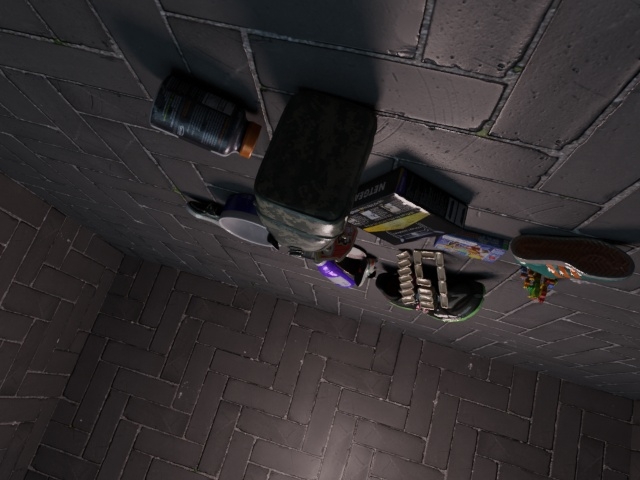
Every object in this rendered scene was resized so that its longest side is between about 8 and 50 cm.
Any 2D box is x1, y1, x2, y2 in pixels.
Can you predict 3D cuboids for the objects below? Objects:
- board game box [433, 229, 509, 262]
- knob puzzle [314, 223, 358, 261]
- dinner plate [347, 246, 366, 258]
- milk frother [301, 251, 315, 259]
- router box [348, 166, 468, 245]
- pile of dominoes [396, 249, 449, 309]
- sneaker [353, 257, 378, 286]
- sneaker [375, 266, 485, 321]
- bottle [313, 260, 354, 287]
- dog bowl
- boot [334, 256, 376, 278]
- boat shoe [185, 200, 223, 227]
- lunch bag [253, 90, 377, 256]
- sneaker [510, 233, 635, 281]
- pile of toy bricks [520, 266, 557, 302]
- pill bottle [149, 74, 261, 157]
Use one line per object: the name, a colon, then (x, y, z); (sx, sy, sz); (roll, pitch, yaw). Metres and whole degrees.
board game box: (0.474, 0.012, 1.444); (0.201, 0.035, 0.136); (15, 162, 6)
knob puzzle: (0.056, -0.025, 1.501); (0.213, 0.213, 0.030); (29, 159, -33)
dinner plate: (0.123, 0.042, 1.892); (0.141, 0.017, 0.141); (15, 162, 5)
milk frother: (0.000, 0.000, 1.686); (0.143, 0.134, 0.129); (20, -167, 0)
router box: (0.224, -0.084, 1.314); (0.243, 0.081, 0.309); (25, 161, -23)
pile of dominoes: (0.391, 0.142, 1.727); (0.196, 0.040, 0.251); (6, 117, 37)
sneaker: (0.199, 0.137, 1.943); (0.075, 0.057, 0.161); (-5, 134, -26)
sneaker: (0.428, 0.215, 1.855); (0.483, 0.185, 0.202); (-1, 158, 42)
bottle: (0.061, 0.131, 2.092); (0.118, 0.092, 0.283); (4, 158, 35)
dog bowl: (-0.249, -0.074, 1.749); (0.265, 0.104, 0.265); (16, 162, 5)
boot: (0.132, 0.127, 2.034); (0.219, 0.082, 0.106); (24, 159, -25)
boat shoe: (-0.442, -0.120, 1.865); (0.219, 0.077, 0.070); (24, 127, -9)
lunch bag: (-0.016, -0.134, 1.027); (0.213, 0.305, 0.256); (17, 161, 4)
sneaker: (0.696, 0.055, 1.268); (0.302, 0.108, 0.121); (14, 165, 36)
pile of toy bricks: (0.720, 0.151, 1.516); (0.118, 0.105, 0.212); (12, 162, 16)
pill bottle: (-0.268, -0.285, 1.092); (0.246, 0.130, 0.130); (22, 162, -13)
